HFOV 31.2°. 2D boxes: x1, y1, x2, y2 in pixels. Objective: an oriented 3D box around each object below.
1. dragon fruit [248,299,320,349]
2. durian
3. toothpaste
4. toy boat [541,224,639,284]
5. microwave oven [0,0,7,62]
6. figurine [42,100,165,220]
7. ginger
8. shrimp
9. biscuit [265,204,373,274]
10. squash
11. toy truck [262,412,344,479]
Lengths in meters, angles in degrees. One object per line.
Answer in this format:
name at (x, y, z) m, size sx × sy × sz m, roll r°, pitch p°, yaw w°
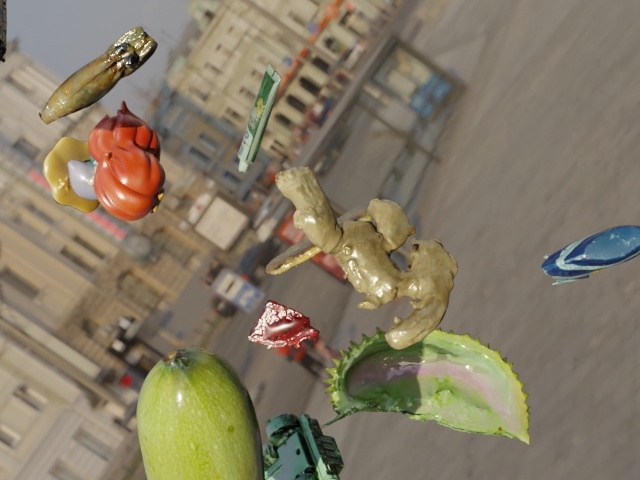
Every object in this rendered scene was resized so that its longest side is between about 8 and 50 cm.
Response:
dragon fruit at (-0.074, 0.186, 2.265) m, size 0.063 × 0.131 × 0.097 m, roll -64°, pitch -4°, yaw -46°
durian at (0.179, 0.244, 1.946) m, size 0.169 × 0.356 × 0.157 m, roll -77°, pitch -10°, yaw -58°
toothpaste at (-0.107, -0.202, 1.954) m, size 0.049 × 0.032 × 0.204 m, roll 54°, pitch 135°, yaw 41°
toy boat at (0.497, 0.037, 2.136) m, size 0.221 × 0.067 × 0.291 m, roll -16°, pitch -10°, yaw -7°
microwave oven at (-0.705, -0.409, 2.191) m, size 0.178 × 0.188 × 0.247 m, roll -45°, pitch 37°, yaw 26°
figurine at (-0.395, -0.143, 2.187) m, size 0.257 × 0.181 × 0.208 m, roll 3°, pitch 43°, yaw 47°
ginger at (0.057, 0.000, 1.352) m, size 0.149 × 0.258 × 0.065 m, roll -37°, pitch -9°, yaw -37°
shrimp at (-0.359, -0.268, 1.870) m, size 0.253 × 0.058 × 0.173 m, roll -33°, pitch 13°, yaw 18°
biscuit at (0.000, 0.000, 2.250) m, size 0.247 × 0.029 × 0.118 m, roll -31°, pitch 10°, yaw -7°
squash at (-0.126, 0.212, 1.221) m, size 0.247 × 0.133 × 0.132 m, roll 88°, pitch -156°, yaw -43°
toy truck at (-0.059, 0.350, 1.557) m, size 0.259 × 0.135 × 0.128 m, roll -52°, pitch 43°, yaw 29°
